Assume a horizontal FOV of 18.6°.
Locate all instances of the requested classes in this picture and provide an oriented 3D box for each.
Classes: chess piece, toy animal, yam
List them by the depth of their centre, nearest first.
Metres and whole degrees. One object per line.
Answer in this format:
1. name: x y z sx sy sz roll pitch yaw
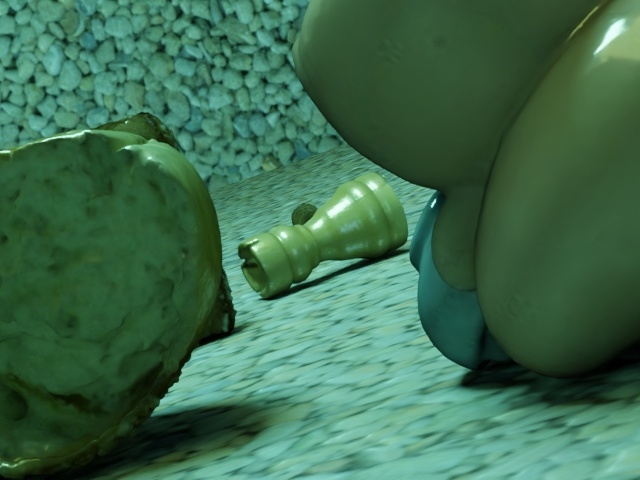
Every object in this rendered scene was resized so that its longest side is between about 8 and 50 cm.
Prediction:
1. toy animal: 0.115 -0.065 0.841 0.229 0.221 0.210 -15 10 40
2. chess piece: 0.000 0.000 1.481 0.122 0.066 0.066 -26 7 -19
3. yam: -0.006 -0.016 1.805 0.032 0.032 0.145 -18 5 -5

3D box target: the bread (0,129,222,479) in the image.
1. bread: -0.194 0.045 1.032 0.314 0.171 0.192 -17 3 5

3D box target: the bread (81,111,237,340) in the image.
1. bread: -0.193 0.005 1.492 0.113 0.165 0.416 -22 7 -22
